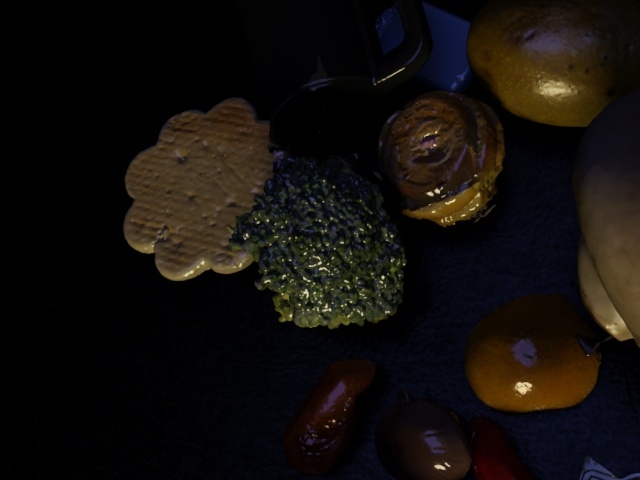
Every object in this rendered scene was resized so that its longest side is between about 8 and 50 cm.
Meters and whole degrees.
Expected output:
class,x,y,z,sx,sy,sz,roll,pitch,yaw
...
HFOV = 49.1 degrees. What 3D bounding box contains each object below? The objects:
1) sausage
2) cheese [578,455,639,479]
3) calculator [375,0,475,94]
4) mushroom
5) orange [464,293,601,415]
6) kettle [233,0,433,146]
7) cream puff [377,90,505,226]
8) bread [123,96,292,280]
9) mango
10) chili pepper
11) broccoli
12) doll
class,x,y,z,sx,sy,sz,roll,pitch,yaw
sausage,0.012,0.231,0.932,0.089,0.089,0.179,29,87,26
cheese,0.362,0.299,0.813,0.120,0.026,0.067,15,79,24
calculator,0.168,-0.294,1.067,0.210,0.039,0.121,33,88,25
mushroom,0.385,0.017,0.735,0.294,0.362,0.362,-33,61,41
orange,0.258,0.143,0.862,0.160,0.112,0.170,27,95,25
kettle,0.011,-0.322,1.055,0.262,0.203,0.308,-15,70,0
cream puff,0.172,-0.108,0.955,0.189,0.129,0.189,-10,73,36
bread,-0.177,-0.080,1.118,0.316,0.054,0.316,-6,71,17
mango,0.357,-0.243,0.917,0.329,0.175,0.177,7,121,22
chili pepper,0.260,0.375,0.785,0.110,0.110,0.388,-30,63,9
broccoli,0.000,0.000,0.947,0.243,0.263,0.247,-7,63,64
doll,0.132,0.279,0.869,0.145,0.096,0.188,10,114,58
